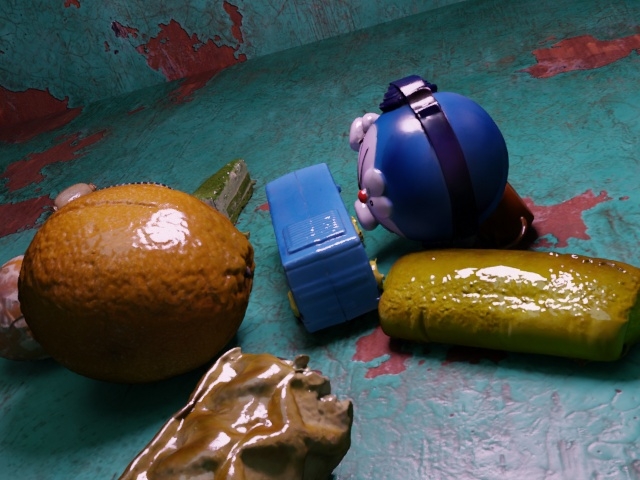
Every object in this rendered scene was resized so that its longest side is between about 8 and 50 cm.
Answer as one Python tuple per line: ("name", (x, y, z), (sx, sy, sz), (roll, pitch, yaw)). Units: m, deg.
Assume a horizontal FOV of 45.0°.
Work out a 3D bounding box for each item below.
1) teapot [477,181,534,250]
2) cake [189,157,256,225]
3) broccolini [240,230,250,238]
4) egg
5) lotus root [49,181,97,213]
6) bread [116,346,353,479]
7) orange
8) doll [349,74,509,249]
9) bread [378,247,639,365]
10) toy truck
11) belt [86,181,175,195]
("teapot", (0.289, -0.038, 1.289), (0.116, 0.116, 0.173), (-18, 37, 1))
("cake", (-0.231, -0.101, 1.750), (0.099, 0.100, 0.235), (-9, 28, 19))
("broccolini", (-0.249, -0.003, 1.660), (0.218, 0.042, 0.044), (-3, 28, 17))
("egg", (-0.518, 0.123, 1.404), (0.233, 0.195, 0.195), (-35, 26, 5))
("lotus root", (-0.677, -0.121, 2.130), (0.150, 0.062, 0.073), (-38, 32, -31))
("bread", (-0.100, 0.259, 0.853), (0.238, 0.196, 0.252), (-4, 26, 25))
("orange", (-0.282, 0.066, 1.224), (0.357, 0.322, 0.322), (-8, 27, 7))
("doll", (0.162, -0.114, 1.225), (0.240, 0.284, 0.310), (-20, 5, -3))
("bread", (0.253, 0.075, 1.069), (0.383, 0.112, 0.166), (2, 32, 36))
("toy truck", (0.000, 0.000, 1.330), (0.161, 0.162, 0.385), (-19, 26, 1))
("belt", (-0.375, -0.008, 1.545), (0.295, 0.207, 0.160), (-19, 28, 5))
